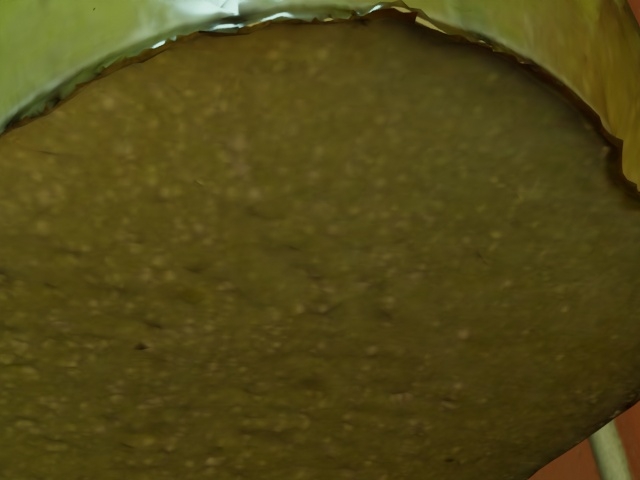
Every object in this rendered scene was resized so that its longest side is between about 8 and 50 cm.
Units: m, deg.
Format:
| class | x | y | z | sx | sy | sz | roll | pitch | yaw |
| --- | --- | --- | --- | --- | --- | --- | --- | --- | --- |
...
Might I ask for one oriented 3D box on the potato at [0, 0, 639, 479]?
| class | x | y | z | sx | sy | sz | roll | pitch | yaw |
| --- | --- | --- | --- | --- | --- | --- | --- | --- | --- |
| potato | -0.023 | -0.063 | 0.711 | 0.386 | 0.442 | 0.319 | 7 | 54 | -19 |
